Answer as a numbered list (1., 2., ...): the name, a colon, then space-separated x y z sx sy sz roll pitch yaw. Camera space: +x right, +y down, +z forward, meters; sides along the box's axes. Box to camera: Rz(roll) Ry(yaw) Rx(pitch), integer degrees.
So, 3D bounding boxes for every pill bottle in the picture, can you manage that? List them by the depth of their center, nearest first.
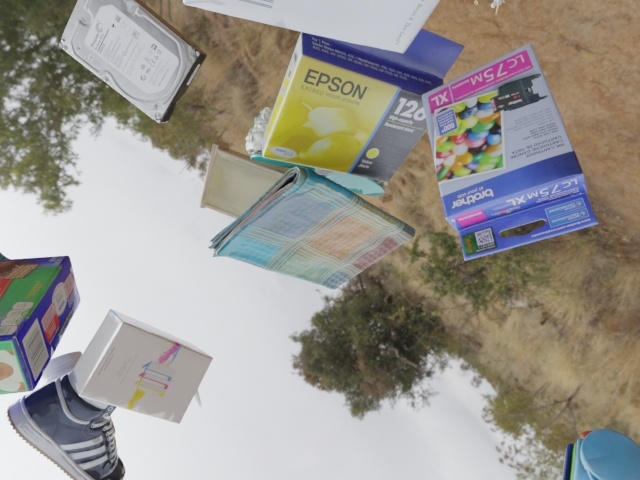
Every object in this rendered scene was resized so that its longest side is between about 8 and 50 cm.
1. pill bottle: -0.568 0.375 0.945 0.216 0.121 0.121 63 -173 13

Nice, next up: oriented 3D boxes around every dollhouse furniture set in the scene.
1. dollhouse furniture set: -0.128 -0.166 1.187 0.257 0.362 0.394 22 -160 6

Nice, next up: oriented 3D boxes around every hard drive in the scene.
1. hard drive: -0.515 -0.522 1.124 0.339 0.237 0.064 39 -160 -6

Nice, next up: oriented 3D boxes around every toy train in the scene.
1. toy train: 0.379 0.260 0.392 0.248 0.105 0.143 8 147 32

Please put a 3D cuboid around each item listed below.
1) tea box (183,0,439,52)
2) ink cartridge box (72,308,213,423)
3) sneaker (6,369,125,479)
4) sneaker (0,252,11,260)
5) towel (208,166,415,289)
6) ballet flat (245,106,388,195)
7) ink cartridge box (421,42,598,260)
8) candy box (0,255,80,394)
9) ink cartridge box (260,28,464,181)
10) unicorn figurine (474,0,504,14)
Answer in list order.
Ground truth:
1. tea box: 0.025 -0.387 0.274 0.220 0.323 0.329 3 159 -19
2. ink cartridge box: -0.218 0.163 0.524 0.143 0.089 0.092 35 162 -32
3. sneaker: -0.414 0.351 0.771 0.099 0.153 0.282 30 150 51
4. sneaker: -0.706 0.075 0.898 0.110 0.107 0.275 10 158 35
5. towel: 0.000 0.000 0.852 0.370 0.271 0.040 22 -139 -43
6. ballet flat: 0.017 -0.215 0.991 0.409 0.146 0.147 12 -159 -37
7. ink cartridge box: 0.271 -0.139 0.628 0.065 0.186 0.311 31 -132 -48
8. candy box: -0.623 0.140 0.688 0.317 0.122 0.268 -4 -154 -13
9. ink cartridge box: 0.075 -0.260 0.781 0.304 0.307 0.072 8 -129 -23
10. unicorn figurine: 0.410 -0.632 1.019 0.060 0.111 0.162 3 132 55
